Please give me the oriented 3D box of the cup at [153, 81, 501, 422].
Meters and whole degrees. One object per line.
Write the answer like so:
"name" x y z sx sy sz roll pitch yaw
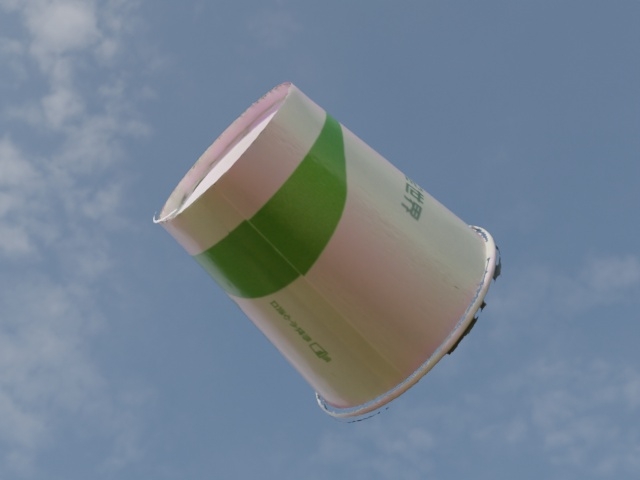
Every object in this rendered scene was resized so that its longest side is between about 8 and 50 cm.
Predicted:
"cup" 0.000 0.000 1.013 0.253 0.253 0.274 -38 -71 25
